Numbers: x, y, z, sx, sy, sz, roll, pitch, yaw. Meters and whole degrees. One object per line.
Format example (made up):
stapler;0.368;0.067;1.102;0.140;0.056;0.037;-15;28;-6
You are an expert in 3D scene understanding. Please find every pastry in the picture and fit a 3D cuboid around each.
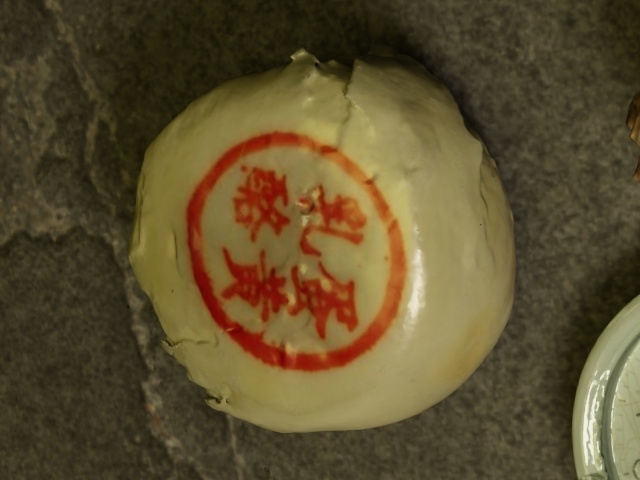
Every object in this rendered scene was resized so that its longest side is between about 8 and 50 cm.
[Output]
pastry;0.000;0.002;1.246;0.265;0.133;0.265;7;104;29

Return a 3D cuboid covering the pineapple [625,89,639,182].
pineapple;0.272;-0.041;1.091;0.166;0.166;0.193;-36;92;27

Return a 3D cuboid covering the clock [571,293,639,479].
clock;0.270;0.124;1.183;0.236;0.053;0.236;5;101;26
